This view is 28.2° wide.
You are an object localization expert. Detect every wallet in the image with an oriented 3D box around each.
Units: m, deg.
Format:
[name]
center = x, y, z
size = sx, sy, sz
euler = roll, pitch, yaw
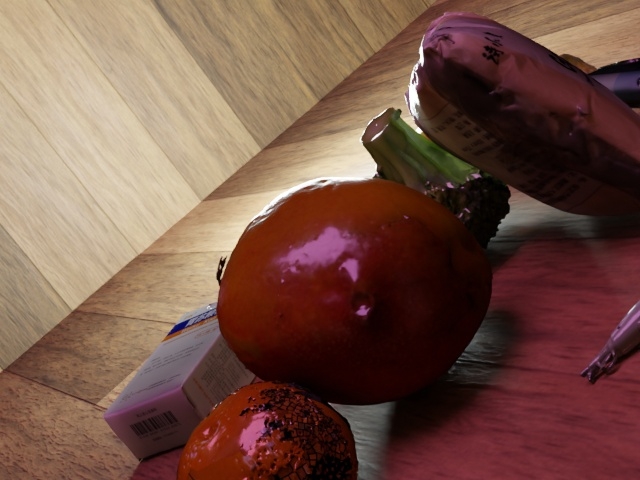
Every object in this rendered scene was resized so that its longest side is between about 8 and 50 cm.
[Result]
[wallet]
center = 0.477, -0.229, 1.875
size = 0.170, 0.069, 0.231
euler = 4, 0, -30

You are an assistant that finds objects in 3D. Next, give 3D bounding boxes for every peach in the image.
[peach]
center = 0.046, 0.065, 1.643
size = 0.372, 0.372, 0.290
euler = -11, 64, 60

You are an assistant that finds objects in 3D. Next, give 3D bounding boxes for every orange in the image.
[orange]
center = -0.069, 0.278, 1.533
size = 0.234, 0.182, 0.234
euler = -34, 30, 23

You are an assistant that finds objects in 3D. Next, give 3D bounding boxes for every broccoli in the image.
[broccoli]
center = 0.158, -0.059, 1.948
size = 0.288, 0.260, 0.235
euler = -6, 68, 59

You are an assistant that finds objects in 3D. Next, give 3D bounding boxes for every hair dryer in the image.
[hair dryer]
center = 0.375, 0.081, 1.351
size = 0.237, 0.075, 0.206
euler = -42, 20, 12

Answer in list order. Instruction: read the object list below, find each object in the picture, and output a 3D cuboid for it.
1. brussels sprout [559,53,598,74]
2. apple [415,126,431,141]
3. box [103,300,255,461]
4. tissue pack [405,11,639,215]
[brussels sprout]
center = 0.389, -0.214, 2.056
size = 0.151, 0.149, 0.122
euler = -1, -18, -23
[apple]
center = 0.246, -0.174, 2.285
size = 0.163, 0.139, 0.163
euler = -46, 5, 5
[box]
center = -0.206, 0.219, 2.161
size = 0.200, 0.106, 0.299
euler = -23, 21, 37
[tissue pack]
center = 0.281, -0.165, 1.732
size = 0.195, 0.390, 0.375
euler = -59, 8, 8
